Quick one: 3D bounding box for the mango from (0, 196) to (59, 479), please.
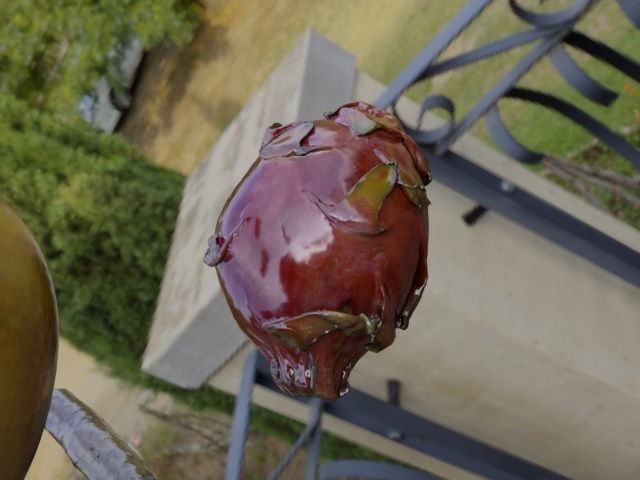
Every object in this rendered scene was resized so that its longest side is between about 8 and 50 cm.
[{"bbox_3d":[-0.296,0.121,0.546,0.264,0.221,0.378,13,69,25],"label":"mango"}]

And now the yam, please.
[{"bbox_3d":[-0.210,0.198,0.954,0.241,0.057,0.056,25,89,54],"label":"yam"}]

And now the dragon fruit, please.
[{"bbox_3d":[-0.001,0.004,1.075,0.250,0.250,0.315,-148,74,-69],"label":"dragon fruit"}]
